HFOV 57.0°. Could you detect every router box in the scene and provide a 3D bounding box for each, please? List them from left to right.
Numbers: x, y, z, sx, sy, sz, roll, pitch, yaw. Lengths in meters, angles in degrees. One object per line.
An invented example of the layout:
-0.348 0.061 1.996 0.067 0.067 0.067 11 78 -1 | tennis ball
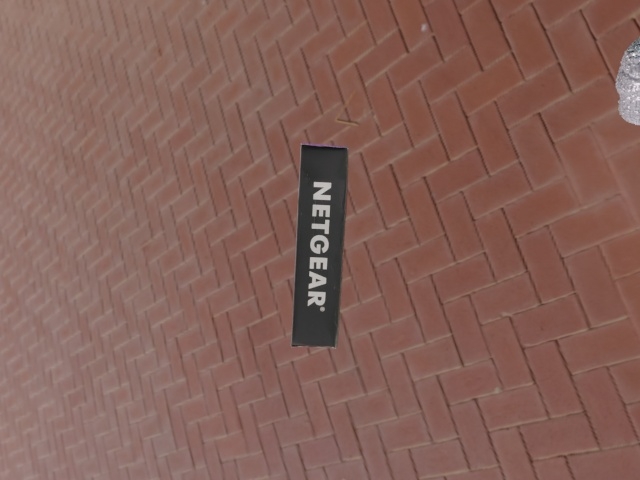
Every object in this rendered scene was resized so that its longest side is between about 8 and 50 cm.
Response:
0.000 0.000 0.569 0.046 0.133 0.178 3 95 1 | router box

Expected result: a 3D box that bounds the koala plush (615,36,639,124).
0.485 -0.187 0.672 0.221 0.203 0.196 34 138 39 | koala plush
